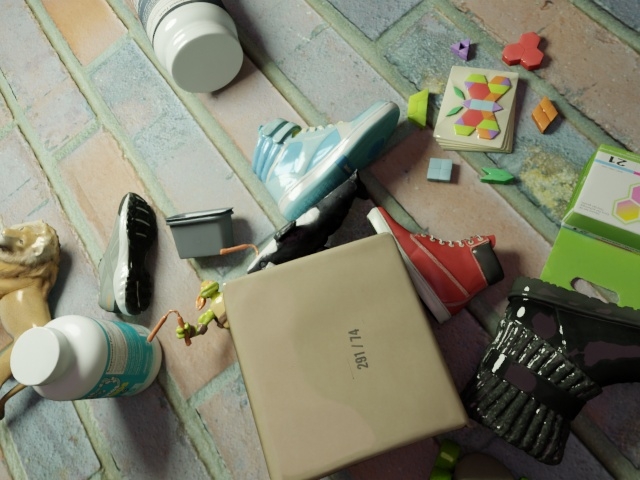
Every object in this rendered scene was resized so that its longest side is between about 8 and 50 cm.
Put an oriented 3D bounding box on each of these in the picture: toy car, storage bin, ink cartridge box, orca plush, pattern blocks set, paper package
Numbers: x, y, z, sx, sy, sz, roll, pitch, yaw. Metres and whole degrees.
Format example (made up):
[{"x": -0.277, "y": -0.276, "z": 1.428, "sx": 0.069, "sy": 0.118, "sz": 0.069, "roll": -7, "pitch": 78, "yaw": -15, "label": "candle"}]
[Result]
[{"x": 0.232, "y": 0.446, "z": 0.734, "sx": 0.154, "sy": 0.149, "sz": 0.189, "roll": 20, "pitch": 109, "yaw": 22, "label": "toy car"}, {"x": -0.244, "y": -0.015, "z": 0.985, "sx": 0.135, "sy": 0.098, "sz": 0.091, "roll": -5, "pitch": 101, "yaw": 12, "label": "storage bin"}, {"x": 0.507, "y": -0.004, "z": 0.786, "sx": 0.188, "sy": 0.097, "sz": 0.255, "roll": 24, "pitch": 81, "yaw": 19, "label": "ink cartridge box"}, {"x": 0.000, "y": 0.000, "z": 0.897, "sx": 0.287, "sy": 0.151, "sz": 0.102, "roll": -39, "pitch": 80, "yaw": -24, "label": "orca plush"}, {"x": 0.319, "y": -0.266, "z": 0.943, "sx": 0.285, "sy": 0.026, "sz": 0.325, "roll": -2, "pitch": 75, "yaw": 14, "label": "pattern blocks set"}, {"x": 0.028, "y": 0.192, "z": 0.774, "sx": 0.309, "sy": 0.168, "sz": 0.325, "roll": -17, "pitch": 72, "yaw": -8, "label": "paper package"}]

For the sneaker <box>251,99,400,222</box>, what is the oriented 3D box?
[{"x": -0.009, "y": -0.212, "z": 0.957, "sx": 0.319, "sy": 0.127, "sz": 0.208, "roll": -42, "pitch": 71, "yaw": -1, "label": "sneaker"}]

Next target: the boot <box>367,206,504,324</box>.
[{"x": 0.214, "y": 0.005, "z": 0.864, "sx": 0.176, "sy": 0.088, "sz": 0.244, "roll": -37, "pitch": 78, "yaw": 1, "label": "boot"}]

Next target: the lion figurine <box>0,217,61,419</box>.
[{"x": -0.649, "y": 0.164, "z": 1.021, "sx": 0.240, "sy": 0.142, "sz": 0.393, "roll": -20, "pitch": 85, "yaw": 0, "label": "lion figurine"}]

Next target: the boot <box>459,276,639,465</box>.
[{"x": 0.414, "y": 0.231, "z": 0.721, "sx": 0.347, "sy": 0.131, "sz": 0.260, "roll": 19, "pitch": 73, "yaw": 29, "label": "boot"}]

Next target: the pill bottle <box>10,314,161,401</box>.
[{"x": -0.423, "y": 0.217, "z": 0.863, "sx": 0.146, "sy": 0.264, "sz": 0.146, "roll": -4, "pitch": 74, "yaw": 13, "label": "pill bottle"}]

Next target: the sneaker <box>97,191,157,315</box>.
[{"x": -0.427, "y": 0.024, "z": 1.009, "sx": 0.107, "sy": 0.100, "sz": 0.272, "roll": -4, "pitch": 74, "yaw": 18, "label": "sneaker"}]

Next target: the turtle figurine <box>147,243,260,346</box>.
[{"x": -0.177, "y": 0.156, "z": 0.912, "sx": 0.269, "sy": 0.087, "sz": 0.217, "roll": -42, "pitch": 79, "yaw": -17, "label": "turtle figurine"}]

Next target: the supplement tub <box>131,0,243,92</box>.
[{"x": -0.305, "y": -0.497, "z": 1.074, "sx": 0.191, "sy": 0.191, "sz": 0.272, "roll": -29, "pitch": 70, "yaw": 4, "label": "supplement tub"}]
